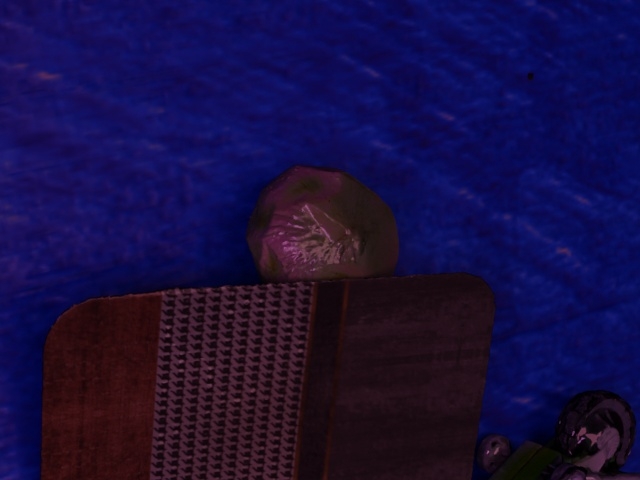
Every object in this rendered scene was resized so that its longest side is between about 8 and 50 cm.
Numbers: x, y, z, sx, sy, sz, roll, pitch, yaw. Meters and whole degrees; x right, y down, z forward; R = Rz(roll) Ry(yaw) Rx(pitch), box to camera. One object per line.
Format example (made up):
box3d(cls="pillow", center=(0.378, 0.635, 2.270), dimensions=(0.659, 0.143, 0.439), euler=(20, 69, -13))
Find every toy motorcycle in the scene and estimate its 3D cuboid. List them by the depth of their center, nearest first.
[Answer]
box3d(cls="toy motorcycle", center=(0.131, 0.176, 0.932), dimensions=(0.190, 0.074, 0.106), euler=(-40, 122, -25))

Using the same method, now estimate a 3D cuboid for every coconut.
box3d(cls="coconut", center=(0.000, 0.000, 0.830), dimensions=(0.082, 0.081, 0.083), euler=(-9, 94, -26))

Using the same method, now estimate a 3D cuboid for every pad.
box3d(cls="pad", center=(-0.007, 0.036, 0.765), dimensions=(0.250, 0.055, 0.323), euler=(-4, 133, -22))
